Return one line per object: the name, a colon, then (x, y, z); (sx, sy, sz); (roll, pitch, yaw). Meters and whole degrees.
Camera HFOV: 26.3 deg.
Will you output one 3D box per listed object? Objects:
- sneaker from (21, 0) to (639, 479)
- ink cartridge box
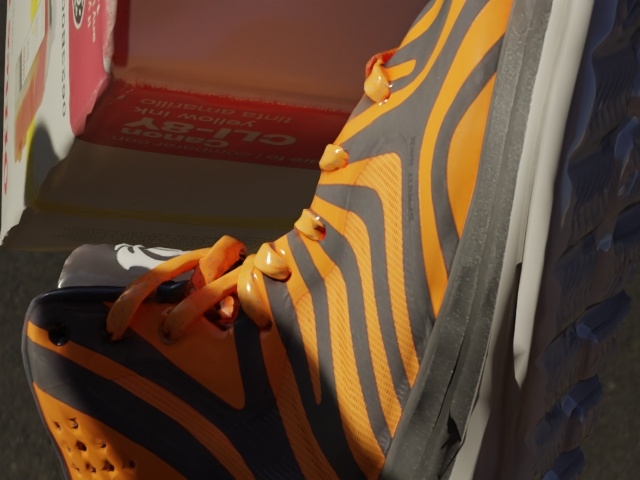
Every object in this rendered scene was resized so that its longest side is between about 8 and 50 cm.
sneaker: (0.000, 0.000, 0.419); (0.180, 0.321, 0.124); (19, 15, 24)
ink cartridge box: (-0.061, -0.150, 0.689); (0.160, 0.384, 0.279); (3, 79, -18)
